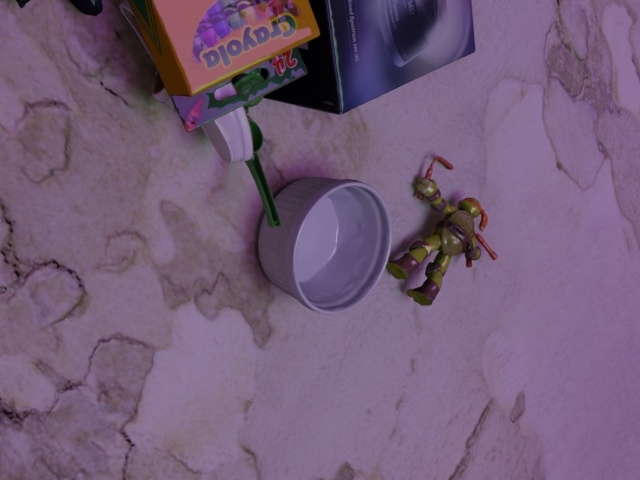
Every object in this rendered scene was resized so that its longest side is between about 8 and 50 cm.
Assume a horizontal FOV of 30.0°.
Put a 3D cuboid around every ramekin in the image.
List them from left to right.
[{"bbox_3d":[0.000,0.000,1.815,0.207,0.109,0.207,-17,115,-40],"label":"ramekin"}]

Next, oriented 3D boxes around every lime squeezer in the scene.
[{"bbox_3d":[-0.094,-0.179,1.665,0.059,0.110,0.310,-3,103,-22],"label":"lime squeezer"}]

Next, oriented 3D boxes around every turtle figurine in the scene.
[{"bbox_3d":[0.221,0.006,2.047,0.217,0.087,0.269,-52,133,-19],"label":"turtle figurine"}]

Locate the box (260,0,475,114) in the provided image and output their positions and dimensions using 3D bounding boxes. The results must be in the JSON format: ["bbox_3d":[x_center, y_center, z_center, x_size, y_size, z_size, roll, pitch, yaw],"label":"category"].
[{"bbox_3d":[0.056,-0.373,1.692,0.294,0.183,0.296,-30,123,-36],"label":"box"}]

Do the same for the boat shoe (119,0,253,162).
[{"bbox_3d":[-0.182,-0.210,1.579,0.096,0.098,0.277,-36,114,-22],"label":"boat shoe"}]

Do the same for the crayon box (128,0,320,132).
[{"bbox_3d":[-0.133,-0.317,1.490,0.202,0.081,0.318,-30,110,-23],"label":"crayon box"}]

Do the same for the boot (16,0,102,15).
[{"bbox_3d":[-0.326,-0.310,1.437,0.099,0.045,0.121,-38,120,-32],"label":"boot"}]
